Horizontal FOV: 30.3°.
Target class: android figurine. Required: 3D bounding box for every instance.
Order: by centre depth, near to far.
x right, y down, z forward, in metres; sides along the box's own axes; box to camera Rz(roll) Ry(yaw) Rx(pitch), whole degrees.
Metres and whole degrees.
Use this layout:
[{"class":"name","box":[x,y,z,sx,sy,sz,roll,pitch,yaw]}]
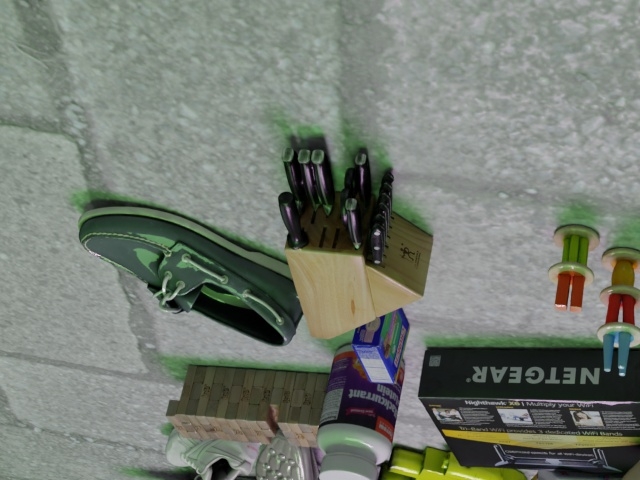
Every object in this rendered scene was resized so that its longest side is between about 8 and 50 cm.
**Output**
[{"class":"android figurine","box":[0.240,0.425,2.025,0.273,0.056,0.248,17,148,-3]}]

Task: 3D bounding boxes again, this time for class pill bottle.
[{"class":"pill bottle","box":[0.054,0.255,1.686,0.108,0.193,0.108,9,149,6]}]

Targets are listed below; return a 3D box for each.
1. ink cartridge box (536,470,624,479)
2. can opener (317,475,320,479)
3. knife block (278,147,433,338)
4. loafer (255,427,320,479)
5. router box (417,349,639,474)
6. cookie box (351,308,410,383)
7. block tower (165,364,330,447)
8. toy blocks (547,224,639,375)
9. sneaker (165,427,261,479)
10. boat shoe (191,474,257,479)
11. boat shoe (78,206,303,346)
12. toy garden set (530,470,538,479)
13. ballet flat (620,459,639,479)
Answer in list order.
[{"class":"ink cartridge box","box":[0.424,0.407,1.788,0.176,0.127,0.128,2,-179,-2]},{"class":"can opener","box":[0.053,0.427,2.067,0.093,0.074,0.280,-28,146,-3]},{"class":"knife block","box":[0.000,0.000,1.404,0.242,0.088,0.276,31,145,-25]},{"class":"loafer","box":[-0.046,0.429,2.097,0.112,0.111,0.319,28,139,22]},{"class":"router box","box":[0.319,0.246,1.680,0.309,0.081,0.243,-1,146,23]},{"class":"cookie box","box":[0.081,0.126,1.571,0.040,0.091,0.107,4,148,21]},{"class":"block tower","box":[-0.065,0.261,1.842,0.336,0.097,0.091,0,146,17]},{"class":"toy blocks","box":[0.312,0.070,1.339,0.123,0.148,0.054,23,147,-16]},{"class":"sneaker","box":[-0.197,0.375,2.048,0.090,0.115,0.232,35,142,-31]},{"class":"boat shoe","box":[-0.209,0.496,2.270,0.335,0.121,0.119,-5,138,9]},{"class":"boat shoe","box":[-0.167,0.049,1.532,0.319,0.099,0.116,21,148,-12]},{"class":"toy garden set","box":[0.401,0.445,1.954,0.204,0.049,0.244,21,134,-17]},{"class":"ballet flat","box":[0.516,0.282,1.597,0.248,0.086,0.086,-12,151,-13]}]
